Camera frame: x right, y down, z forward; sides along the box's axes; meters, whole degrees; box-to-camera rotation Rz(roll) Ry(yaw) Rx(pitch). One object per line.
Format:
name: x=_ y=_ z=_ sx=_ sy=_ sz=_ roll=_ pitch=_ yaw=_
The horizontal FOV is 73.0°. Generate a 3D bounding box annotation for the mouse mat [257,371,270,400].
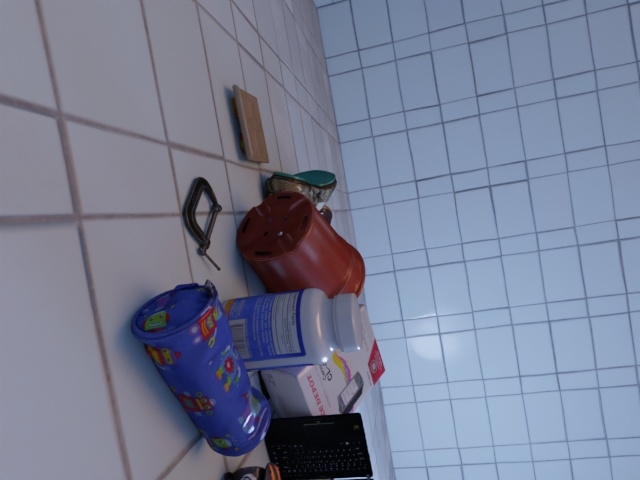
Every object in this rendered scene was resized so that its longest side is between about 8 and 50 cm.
mouse mat: x=-0.134 y=0.285 z=1.082 sx=0.152 sy=0.007 sz=0.190 roll=-40 pitch=121 yaw=-77

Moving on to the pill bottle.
pill bottle: x=-0.057 y=0.177 z=0.869 sx=0.152 sy=0.272 sz=0.152 roll=-9 pitch=90 yaw=-79

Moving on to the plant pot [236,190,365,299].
plant pot: x=-0.058 y=0.036 z=1.082 sx=0.265 sy=0.272 sz=0.272 roll=55 pitch=27 yaw=-47

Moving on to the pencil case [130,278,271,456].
pencil case: x=-0.172 y=0.200 z=0.674 sx=0.133 sy=0.119 sz=0.306 roll=-73 pitch=153 yaw=-53

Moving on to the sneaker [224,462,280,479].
sneaker: x=-0.131 y=0.483 z=0.715 sx=0.321 sy=0.124 sz=0.180 roll=79 pitch=1 yaw=-76

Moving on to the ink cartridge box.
ink cartridge box: x=0.019 y=0.329 z=1.107 sx=0.306 sy=0.131 sz=0.226 roll=-37 pitch=115 yaw=-46

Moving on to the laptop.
laptop: x=-0.009 y=0.528 z=0.927 sx=0.136 sy=0.234 sz=0.264 roll=-62 pitch=142 yaw=-72

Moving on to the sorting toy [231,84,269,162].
sorting toy: x=-0.195 y=-0.311 z=1.193 sx=0.208 sy=0.038 sz=0.193 roll=-51 pitch=131 yaw=-81

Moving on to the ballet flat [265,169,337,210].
ballet flat: x=-0.067 y=-0.144 z=1.460 sx=0.483 sy=0.164 sz=0.182 roll=-33 pitch=135 yaw=-71

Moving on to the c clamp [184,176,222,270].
c clamp: x=-0.228 y=-0.041 z=0.858 sx=0.137 sy=0.022 sz=0.161 roll=60 pitch=25 yaw=-48

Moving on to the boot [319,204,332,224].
boot: x=0.000 y=0.000 z=1.663 sx=0.248 sy=0.090 sz=0.207 roll=92 pitch=-1 yaw=-62
